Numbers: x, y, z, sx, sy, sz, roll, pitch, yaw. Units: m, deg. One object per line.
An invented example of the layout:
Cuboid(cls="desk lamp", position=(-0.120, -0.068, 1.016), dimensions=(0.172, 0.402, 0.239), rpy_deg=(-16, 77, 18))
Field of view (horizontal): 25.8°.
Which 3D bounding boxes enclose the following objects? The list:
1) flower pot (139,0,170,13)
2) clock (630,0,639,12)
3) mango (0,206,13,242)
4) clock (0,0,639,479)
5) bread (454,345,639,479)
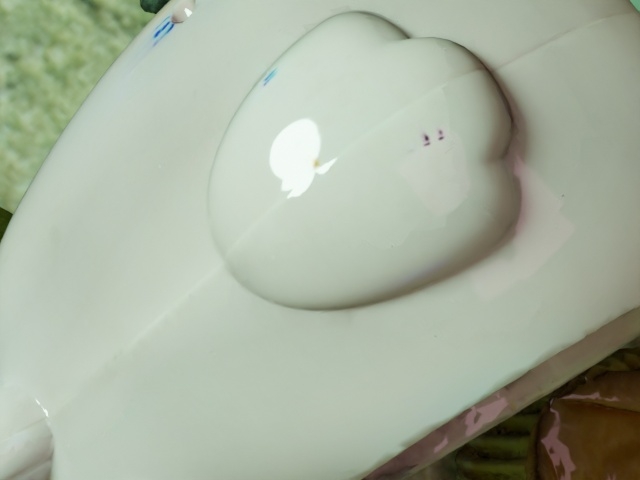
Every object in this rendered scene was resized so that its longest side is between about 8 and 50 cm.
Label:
Cuboid(cls="flower pot", position=(-0.031, -0.232, 0.833), dimensions=(0.108, 0.103, 0.229), rpy_deg=(10, 86, -19))
Cuboid(cls="clock", position=(0.197, -0.083, 0.933), dimensions=(0.211, 0.066, 0.159), rpy_deg=(7, 87, -20))
Cuboid(cls="mango", position=(-0.275, 0.004, 0.737), dimensions=(0.267, 0.111, 0.133), rpy_deg=(5, 76, -25))
Cuboid(cls="clock", position=(0.000, 0.000, 0.716), dimensions=(0.377, 0.368, 0.250), rpy_deg=(-33, 77, 5))
Cuboid(cls="bread", position=(0.234, 0.165, 0.899), dimensions=(0.288, 0.156, 0.204), rpy_deg=(-9, 84, -17))
